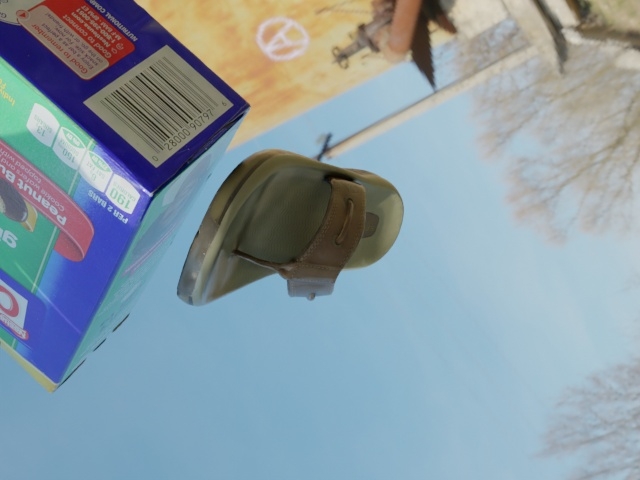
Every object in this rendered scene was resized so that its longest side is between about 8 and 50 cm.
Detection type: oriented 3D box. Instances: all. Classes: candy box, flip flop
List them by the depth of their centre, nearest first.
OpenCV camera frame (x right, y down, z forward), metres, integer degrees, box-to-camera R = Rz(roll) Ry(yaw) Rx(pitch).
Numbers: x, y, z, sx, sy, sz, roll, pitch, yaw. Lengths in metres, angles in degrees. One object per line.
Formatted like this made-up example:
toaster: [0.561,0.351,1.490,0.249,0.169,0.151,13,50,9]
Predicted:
flip flop: [0.000,0.000,0.685,0.080,0.112,0.277,33,-162,27]
candy box: [-0.232,-0.066,0.691,0.268,0.317,0.122,41,-129,2]
